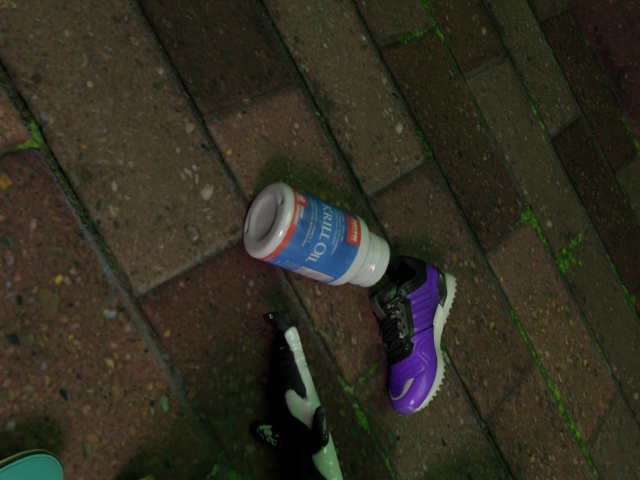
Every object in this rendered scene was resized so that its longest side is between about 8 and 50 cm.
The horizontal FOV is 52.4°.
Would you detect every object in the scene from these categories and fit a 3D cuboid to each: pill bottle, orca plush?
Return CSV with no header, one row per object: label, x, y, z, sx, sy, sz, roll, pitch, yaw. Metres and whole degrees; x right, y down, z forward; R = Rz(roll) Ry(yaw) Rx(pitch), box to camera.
pill bottle,0.000,0.000,1.033,0.222,0.124,0.124,21,62,-33
orca plush,-0.051,0.245,0.922,0.102,0.151,0.287,-14,86,-11

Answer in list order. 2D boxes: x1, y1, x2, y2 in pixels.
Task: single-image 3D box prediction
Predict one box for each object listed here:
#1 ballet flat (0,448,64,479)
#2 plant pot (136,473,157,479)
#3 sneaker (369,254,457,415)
ballet flat,-0.367,0.306,0.643,0.086,0.086,0.248,56,37,-10
plant pot,-0.210,0.327,0.779,0.083,0.083,0.079,-16,72,-42
sneaker,0.138,0.150,1.123,0.146,0.102,0.293,34,51,-22
